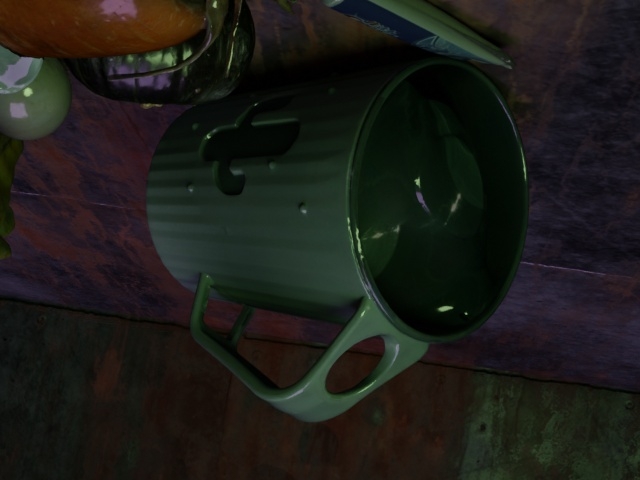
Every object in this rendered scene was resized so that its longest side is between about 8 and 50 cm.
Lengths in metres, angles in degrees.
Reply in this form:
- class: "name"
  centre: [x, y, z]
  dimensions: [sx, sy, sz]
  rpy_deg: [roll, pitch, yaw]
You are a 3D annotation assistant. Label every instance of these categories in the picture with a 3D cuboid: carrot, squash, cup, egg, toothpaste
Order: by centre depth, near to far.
- class: "carrot"
  centre: [-0.171, -0.246, 1.069]
  dimensions: [0.331, 0.214, 0.193]
  rpy_deg: [-4, 161, 31]
- class: "squash"
  centre: [-0.162, -0.206, 1.283]
  dimensions: [0.193, 0.156, 0.193]
  rpy_deg: [25, -157, -11]
- class: "toothpaste"
  centre: [0.087, -0.225, 1.297]
  dimensions: [0.268, 0.047, 0.069]
  rpy_deg: [17, 151, -39]
- class: "cup"
  centre: [-0.008, -0.022, 1.484]
  dimensions: [0.392, 0.401, 0.310]
  rpy_deg: [1, 125, 43]
- class: "egg"
  centre: [-0.365, -0.182, 1.589]
  dimensions: [0.114, 0.114, 0.152]
  rpy_deg: [11, 166, -6]

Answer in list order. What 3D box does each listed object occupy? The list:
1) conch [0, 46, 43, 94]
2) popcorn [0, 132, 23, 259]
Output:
- class: "conch"
  centre: [-0.403, -0.241, 1.386]
  dimensions: [0.221, 0.121, 0.185]
  rpy_deg: [13, 158, -12]
- class: "popcorn"
  centre: [-0.556, -0.059, 1.779]
  dimensions: [0.312, 0.312, 0.312]
  rpy_deg: [9, 165, 2]
